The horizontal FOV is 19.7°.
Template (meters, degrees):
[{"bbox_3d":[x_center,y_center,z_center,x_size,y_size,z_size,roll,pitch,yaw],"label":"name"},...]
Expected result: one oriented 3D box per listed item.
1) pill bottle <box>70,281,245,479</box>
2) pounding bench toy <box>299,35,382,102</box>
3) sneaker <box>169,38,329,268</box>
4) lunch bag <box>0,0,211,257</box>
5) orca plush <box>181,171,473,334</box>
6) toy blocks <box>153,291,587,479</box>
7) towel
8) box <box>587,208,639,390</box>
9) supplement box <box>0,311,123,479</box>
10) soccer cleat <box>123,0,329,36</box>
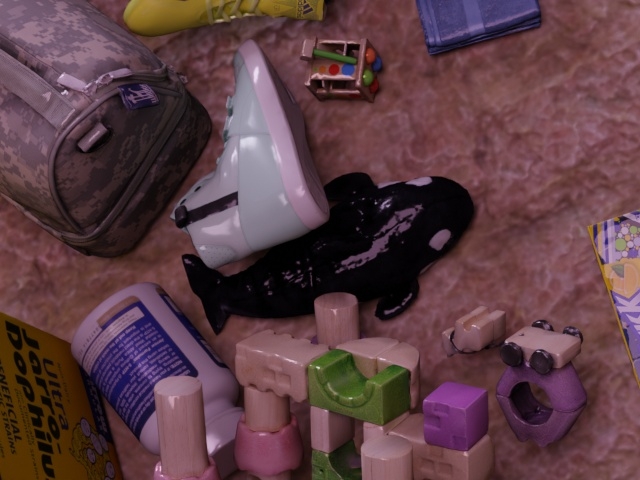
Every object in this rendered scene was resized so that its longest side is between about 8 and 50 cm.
[{"bbox_3d":[-0.144,0.141,1.770,0.112,0.112,0.186,-42,68,3],"label":"pill bottle"},{"bbox_3d":[0.021,-0.173,1.815,0.065,0.083,0.052,3,77,18],"label":"pounding bench toy"},{"bbox_3d":[-0.090,-0.085,1.789,0.151,0.094,0.256,-26,45,12],"label":"sneaker"},{"bbox_3d":[-0.284,-0.145,1.807,0.305,0.256,0.212,35,88,21],"label":"lunch bag"},{"bbox_3d":[0.000,0.000,1.768,0.287,0.102,0.151,-7,75,15],"label":"orca plush"},{"bbox_3d":[0.047,0.224,1.648,0.289,0.309,0.260,12,116,35],"label":"toy blocks"},{"bbox_3d":[0.156,-0.229,1.818,0.119,0.029,0.067,-15,73,13],"label":"towel"},{"bbox_3d":[0.299,0.061,1.690,0.059,0.054,0.169,-19,71,11],"label":"box"},{"bbox_3d":[-0.341,0.188,1.685,0.195,0.356,0.194,-20,72,11],"label":"supplement box"},{"bbox_3d":[-0.054,-0.259,1.828,0.289,0.093,0.121,-26,83,-7],"label":"soccer cleat"}]
